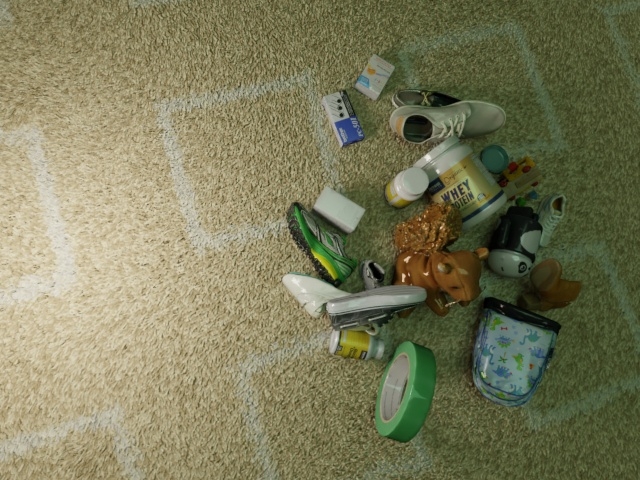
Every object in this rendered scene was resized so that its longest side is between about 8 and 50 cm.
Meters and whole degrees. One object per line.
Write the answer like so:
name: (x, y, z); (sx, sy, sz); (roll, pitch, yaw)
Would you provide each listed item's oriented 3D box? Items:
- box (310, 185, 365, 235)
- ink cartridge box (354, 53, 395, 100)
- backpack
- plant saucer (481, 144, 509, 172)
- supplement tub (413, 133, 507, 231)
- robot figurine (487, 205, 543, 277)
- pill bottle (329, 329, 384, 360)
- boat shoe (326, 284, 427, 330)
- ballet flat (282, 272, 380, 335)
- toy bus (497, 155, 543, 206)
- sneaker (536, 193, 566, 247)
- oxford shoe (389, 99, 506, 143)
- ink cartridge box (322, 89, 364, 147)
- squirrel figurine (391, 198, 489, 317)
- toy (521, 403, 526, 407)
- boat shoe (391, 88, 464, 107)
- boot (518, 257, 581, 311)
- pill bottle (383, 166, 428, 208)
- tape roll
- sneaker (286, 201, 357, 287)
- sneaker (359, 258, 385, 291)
box: (0.062, -0.108, 1.747); (0.170, 0.130, 0.091); (32, 79, -3)
ink cartridge box: (0.225, -0.668, 1.895); (0.104, 0.061, 0.181); (30, 78, -4)
backpack: (0.685, 0.418, 1.714); (0.290, 0.273, 0.356); (22, 92, 15)
plant saucer: (0.713, -0.333, 1.941); (0.119, 0.021, 0.119); (1, 82, -9)
supplement tub: (0.520, -0.216, 1.787); (0.228, 0.228, 0.316); (-36, 88, -12)
robot figurine: (0.750, 0.008, 1.816); (0.209, 0.173, 0.278); (21, 78, -2)
pill bottle: (0.131, 0.373, 1.697); (0.184, 0.103, 0.103); (13, 79, -6)
boat shoe: (0.191, 0.230, 1.583); (0.335, 0.121, 0.119); (-10, 100, 8)
ballet flat: (0.043, 0.230, 1.669); (0.400, 0.139, 0.139); (20, 79, -2)
toy bus: (0.776, -0.245, 1.894); (0.202, 0.191, 0.104); (2, 38, -9)
sneaker: (0.914, -0.083, 1.898); (0.087, 0.092, 0.229); (22, 80, -7)
oxford shoe: (0.496, -0.449, 1.832); (0.449, 0.169, 0.130); (-1, 38, -1)
ink cartridge box: (0.089, -0.477, 1.852); (0.097, 0.046, 0.207); (-21, 85, -11)
squirrel figurine: (0.408, 0.065, 1.652); (0.281, 0.370, 0.397); (-13, 83, -10)
toy: (0.782, 0.503, 1.805); (0.137, 0.056, 0.237); (30, 78, -2)
boat shoe: (0.441, -0.554, 1.896); (0.305, 0.091, 0.109); (11, 79, -7)
boot: (0.894, 0.162, 1.779); (0.211, 0.295, 0.104); (-5, 48, -13)
pill bottle: (0.319, -0.195, 1.761); (0.119, 0.208, 0.119); (1, 81, -9)
tape roll: (0.281, 0.503, 1.589); (0.077, 0.321, 0.321); (20, 79, -4)
sneaker: (0.000, 0.000, 1.735); (0.146, 0.134, 0.344); (-38, 98, -19)
sneaker: (0.209, 0.174, 1.725); (0.086, 0.132, 0.229); (-22, 85, -12)
